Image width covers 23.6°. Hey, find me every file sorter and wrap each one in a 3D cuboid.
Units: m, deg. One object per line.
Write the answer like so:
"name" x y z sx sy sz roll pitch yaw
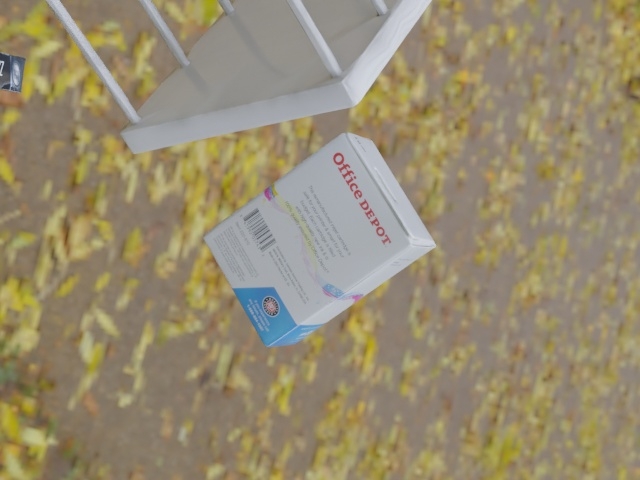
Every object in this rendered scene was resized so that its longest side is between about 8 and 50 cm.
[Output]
"file sorter" -0.030 -0.219 0.986 0.173 0.192 0.278 58 46 -26

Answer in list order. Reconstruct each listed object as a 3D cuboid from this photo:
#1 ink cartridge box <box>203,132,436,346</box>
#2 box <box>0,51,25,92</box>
"ink cartridge box" 0.000 0.000 0.993 0.089 0.122 0.052 60 20 14
"box" -0.195 -0.088 0.740 0.067 0.083 0.018 -1 100 -74
